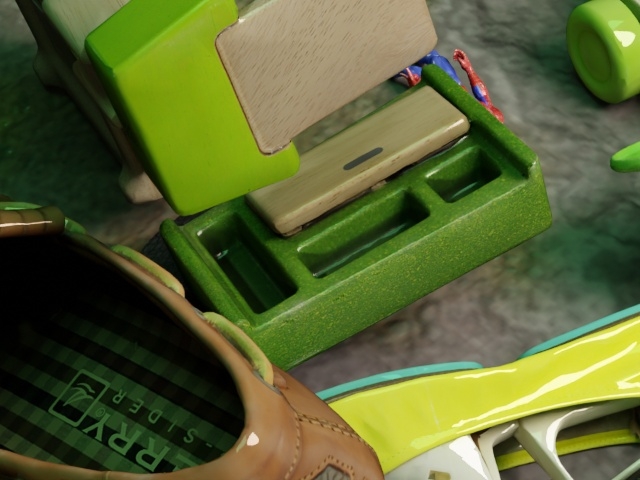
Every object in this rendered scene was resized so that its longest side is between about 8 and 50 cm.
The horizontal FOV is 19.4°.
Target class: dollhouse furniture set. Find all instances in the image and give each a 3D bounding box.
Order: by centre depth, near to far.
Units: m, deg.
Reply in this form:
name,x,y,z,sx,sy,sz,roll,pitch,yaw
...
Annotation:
name,x,y,z,sx,sy,sz,roll,pitch,yaw
dollhouse furniture set,-0.053,-0.113,0.860,0.151,0.198,0.301,-31,41,-9

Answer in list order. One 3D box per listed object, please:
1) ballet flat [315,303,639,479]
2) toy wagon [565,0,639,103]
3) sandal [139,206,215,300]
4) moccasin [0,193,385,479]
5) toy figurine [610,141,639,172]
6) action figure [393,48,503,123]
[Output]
name,x,y,z,sx,sy,sz,roll,pitch,yaw
ballet flat,0.083,0.085,0.816,0.231,0.077,0.077,-15,64,-12
toy wagon,0.264,-0.138,0.995,0.267,0.068,0.344,-24,53,-18
sandal,0.000,0.000,0.901,0.179,0.040,0.067,-16,40,3
moccasin,-0.147,0.039,0.784,0.380,0.147,0.139,30,71,39
toy figurine,0.230,0.016,0.829,0.173,0.159,0.130,-14,8,29
action figure,0.062,-0.082,0.983,0.038,0.030,0.115,-24,55,-24
